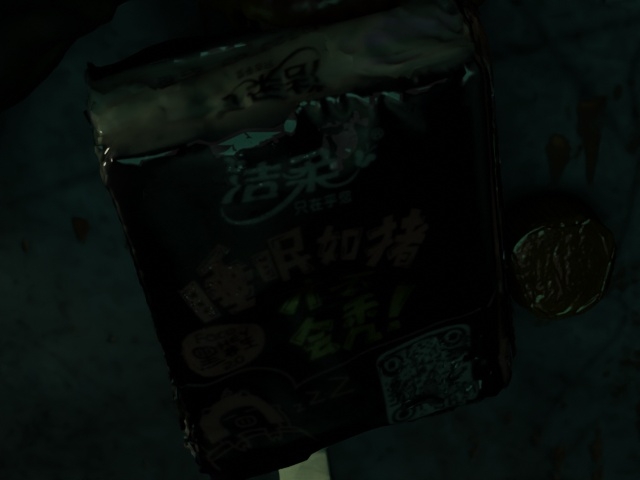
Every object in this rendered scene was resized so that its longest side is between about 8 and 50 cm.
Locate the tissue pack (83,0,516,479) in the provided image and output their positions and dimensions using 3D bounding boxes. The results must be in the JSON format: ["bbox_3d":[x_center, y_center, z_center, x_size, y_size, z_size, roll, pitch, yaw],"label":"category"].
[{"bbox_3d":[0.000,0.000,1.101,0.245,0.123,0.332,-16,137,-4],"label":"tissue pack"}]

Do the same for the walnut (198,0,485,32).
[{"bbox_3d":[0.020,-0.175,1.083,0.207,0.116,0.116,-9,114,9],"label":"walnut"}]

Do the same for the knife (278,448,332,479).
[{"bbox_3d":[-0.012,0.164,1.292,0.047,0.017,0.298,-4,116,11],"label":"knife"}]

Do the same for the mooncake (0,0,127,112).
[{"bbox_3d":[-0.263,-0.119,1.053,0.394,0.246,0.393,-16,107,11],"label":"mooncake"}]

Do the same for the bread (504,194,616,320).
[{"bbox_3d":[0.161,0.010,1.190,0.085,0.053,0.085,-3,112,-8],"label":"bread"}]
